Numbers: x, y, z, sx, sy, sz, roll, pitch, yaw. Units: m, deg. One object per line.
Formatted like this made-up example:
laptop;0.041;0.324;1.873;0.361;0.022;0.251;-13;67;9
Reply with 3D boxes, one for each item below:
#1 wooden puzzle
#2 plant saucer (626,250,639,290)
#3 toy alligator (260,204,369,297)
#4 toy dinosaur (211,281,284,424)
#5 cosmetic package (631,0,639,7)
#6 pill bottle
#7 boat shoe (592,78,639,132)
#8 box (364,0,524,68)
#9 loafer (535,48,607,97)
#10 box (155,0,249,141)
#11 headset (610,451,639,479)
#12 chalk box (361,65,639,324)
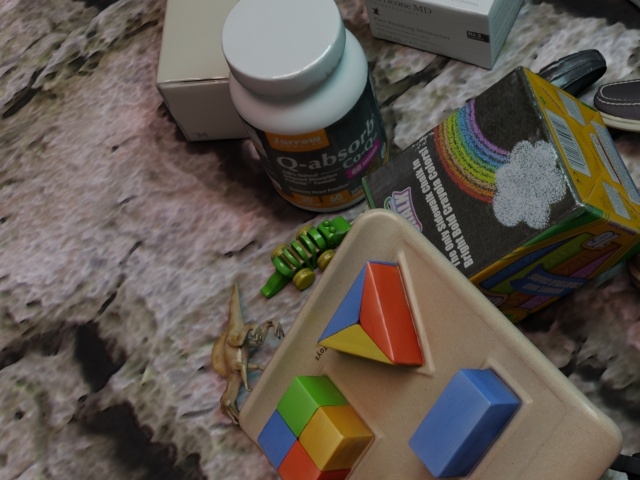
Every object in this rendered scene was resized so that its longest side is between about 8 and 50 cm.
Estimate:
wooden puzzle;0.070;0.187;0.975;0.348;0.080;0.322;46;115;34
plant saucer;0.437;-0.044;1.038;0.278;0.278;0.041;-42;106;-10
toy alligator;0.000;0.000;1.211;0.189;0.051;0.056;-38;63;-8
toy dinosaur;-0.094;0.117;1.161;0.092;0.053;0.183;-19;60;35
cosmetic package;0.428;-0.565;1.206;0.327;0.394;0.329;-37;62;-6
pill bottle;-0.016;-0.162;1.167;0.162;0.278;0.162;-5;63;11
boat shoe;0.459;-0.184;1.151;0.285;0.092;0.103;1;33;25
box;0.174;-0.348;1.309;0.181;0.119;0.182;20;70;21
loafer;0.263;-0.150;1.220;0.223;0.076;0.078;-35;67;-1
box;-0.129;-0.301;1.338;0.121;0.148;0.311;-3;65;10
headset;0.304;0.294;0.971;0.394;0.185;0.243;43;87;13
chalk box;0.177;-0.018;1.083;0.289;0.179;0.180;-35;58;32
